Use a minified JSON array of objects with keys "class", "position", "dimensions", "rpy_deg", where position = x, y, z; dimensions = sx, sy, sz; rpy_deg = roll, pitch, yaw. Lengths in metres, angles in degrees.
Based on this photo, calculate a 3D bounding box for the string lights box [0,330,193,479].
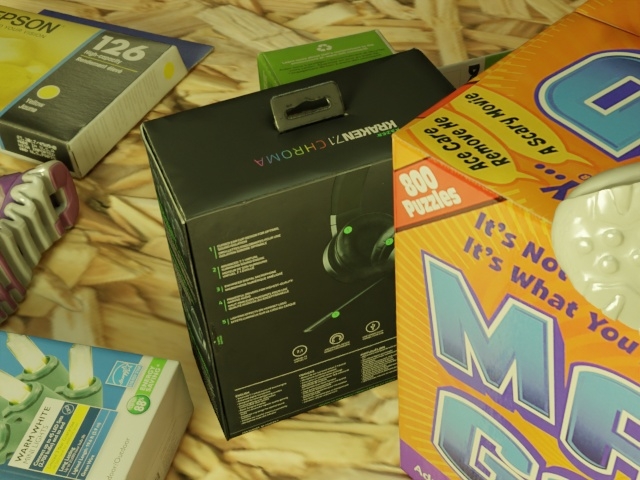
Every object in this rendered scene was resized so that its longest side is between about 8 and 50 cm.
[{"class":"string lights box","position":[-0.255,0.154,0.788],"dimensions":[0.260,0.076,0.133],"rpy_deg":[8,46,13]}]

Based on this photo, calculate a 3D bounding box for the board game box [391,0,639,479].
[{"class":"board game box","position":[0.299,0.055,0.641],"dimensions":[0.356,0.356,0.356],"rpy_deg":[-36,51,-27]}]

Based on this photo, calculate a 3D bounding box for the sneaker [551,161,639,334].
[{"class":"sneaker","position":[0.218,-0.010,0.413],"dimensions":[0.235,0.090,0.095],"rpy_deg":[0,32,2]}]

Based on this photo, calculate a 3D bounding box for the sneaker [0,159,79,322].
[{"class":"sneaker","position":[-0.345,0.005,0.952],"dimensions":[0.104,0.095,0.236],"rpy_deg":[3,39,18]}]

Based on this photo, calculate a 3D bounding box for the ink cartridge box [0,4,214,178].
[{"class":"ink cartridge box","position":[-0.346,-0.226,1.208],"dimensions":[0.304,0.072,0.307],"rpy_deg":[16,49,21]}]

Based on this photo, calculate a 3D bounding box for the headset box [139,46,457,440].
[{"class":"headset box","position":[0.000,0.000,0.781],"dimensions":[0.246,0.283,0.131],"rpy_deg":[-18,45,-13]}]

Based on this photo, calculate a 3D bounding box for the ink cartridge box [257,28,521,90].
[{"class":"ink cartridge box","position":[0.077,-0.118,0.969],"dimensions":[0.255,0.189,0.097],"rpy_deg":[-15,43,-13]}]
